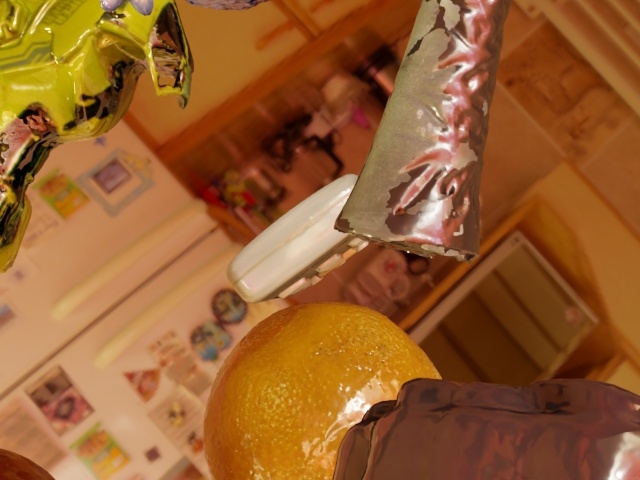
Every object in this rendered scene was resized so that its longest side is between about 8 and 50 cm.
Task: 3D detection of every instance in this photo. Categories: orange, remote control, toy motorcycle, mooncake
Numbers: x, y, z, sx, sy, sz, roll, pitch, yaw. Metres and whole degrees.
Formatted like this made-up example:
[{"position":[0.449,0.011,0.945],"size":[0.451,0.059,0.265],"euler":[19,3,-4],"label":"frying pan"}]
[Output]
[{"position":[0.008,0.196,1.027],"size":[0.274,0.274,0.274],"euler":[-42,177,-3],"label":"orange"},{"position":[0.000,0.000,0.874],"size":[0.140,0.056,0.296],"euler":[-39,176,4],"label":"remote control"},{"position":[-0.231,-0.114,0.800],"size":[0.342,0.206,0.142],"euler":[-58,157,-1],"label":"toy motorcycle"},{"position":[0.144,0.169,0.590],"size":[0.283,0.283,0.141],"euler":[132,-33,-63],"label":"mooncake"}]

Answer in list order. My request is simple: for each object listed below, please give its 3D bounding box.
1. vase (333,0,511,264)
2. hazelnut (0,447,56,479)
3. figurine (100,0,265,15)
[{"position":[0.053,-0.077,0.379],"size":[0.059,0.059,0.167],"euler":[40,64,-87],"label":"vase"},{"position":[-0.341,0.322,0.933],"size":[0.218,0.218,0.234],"euler":[125,-12,-78],"label":"hazelnut"},{"position":[-0.031,-0.164,0.464],"size":[0.164,0.120,0.262],"euler":[-30,-143,5],"label":"figurine"}]
